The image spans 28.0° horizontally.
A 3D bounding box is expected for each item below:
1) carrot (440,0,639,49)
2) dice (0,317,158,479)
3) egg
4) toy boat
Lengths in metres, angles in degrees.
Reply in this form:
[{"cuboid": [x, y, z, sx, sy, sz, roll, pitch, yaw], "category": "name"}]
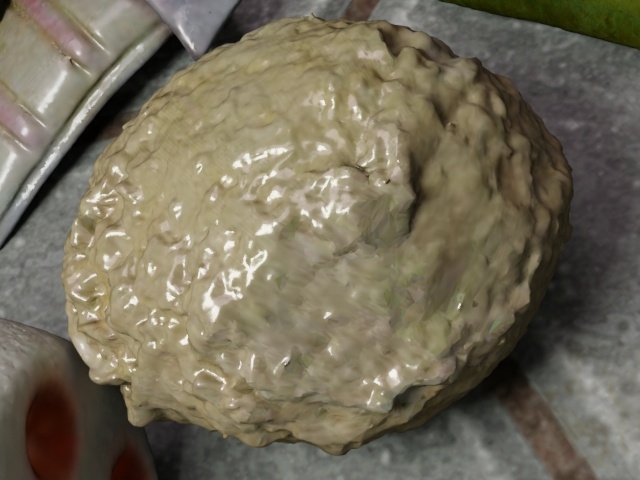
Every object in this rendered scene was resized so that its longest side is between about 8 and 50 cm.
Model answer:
[{"cuboid": [0.180, -0.184, 0.934, 0.358, 0.074, 0.074, 21, 71, 33], "category": "carrot"}, {"cuboid": [-0.243, 0.209, 0.762, 0.243, 0.251, 0.259, -11, 58, 14], "category": "dice"}, {"cuboid": [0.000, 0.000, 0.782, 0.310, 0.279, 0.279, -27, 55, 4], "category": "egg"}, {"cuboid": [-0.208, -0.178, 1.069, 0.293, 0.111, 0.276, -34, 46, 12], "category": "toy boat"}]
